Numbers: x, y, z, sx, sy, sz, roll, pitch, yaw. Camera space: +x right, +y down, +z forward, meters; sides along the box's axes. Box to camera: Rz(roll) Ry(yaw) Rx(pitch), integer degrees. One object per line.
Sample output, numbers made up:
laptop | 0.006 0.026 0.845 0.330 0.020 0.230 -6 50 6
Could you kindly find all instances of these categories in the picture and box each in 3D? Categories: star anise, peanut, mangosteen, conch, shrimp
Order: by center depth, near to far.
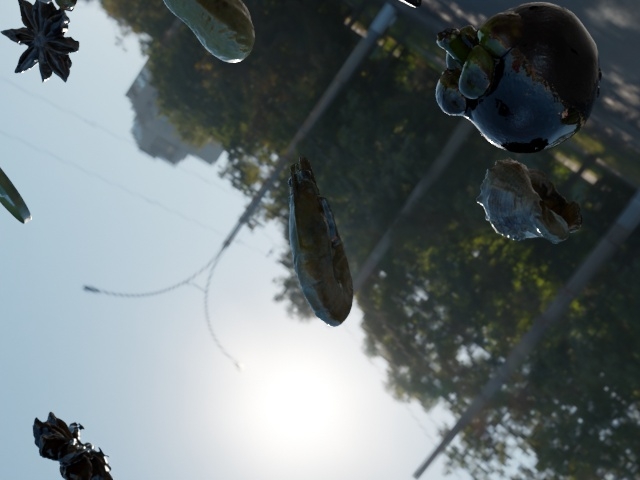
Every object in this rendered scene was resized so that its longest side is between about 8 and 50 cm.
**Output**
star anise | -0.382 0.368 1.473 0.234 0.073 0.177 34 173 24
shrimp | 0.000 0.000 1.623 0.168 0.077 0.317 24 -125 -62
mangosteen | 0.384 -0.305 1.754 0.297 0.314 0.296 -22 -90 -90
peanut | -0.224 -0.470 1.793 0.274 0.111 0.125 50 -131 7
conch | 0.427 -0.071 1.830 0.245 0.178 0.163 47 156 44
star anise | -0.629 -0.475 2.096 0.081 0.262 0.230 -19 -102 -54

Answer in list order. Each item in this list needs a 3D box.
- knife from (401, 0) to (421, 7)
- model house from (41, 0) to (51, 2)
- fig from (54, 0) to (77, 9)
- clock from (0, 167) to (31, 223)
knife | 0.109 -0.504 1.680 0.245 0.072 0.019 15 -179 -42
model house | -0.404 -0.409 1.380 0.057 0.083 0.058 49 -157 -28
fig | -0.556 -0.546 1.972 0.050 0.050 0.083 16 -119 -60
clock | -0.776 -0.136 2.168 0.235 0.029 0.235 42 157 22
